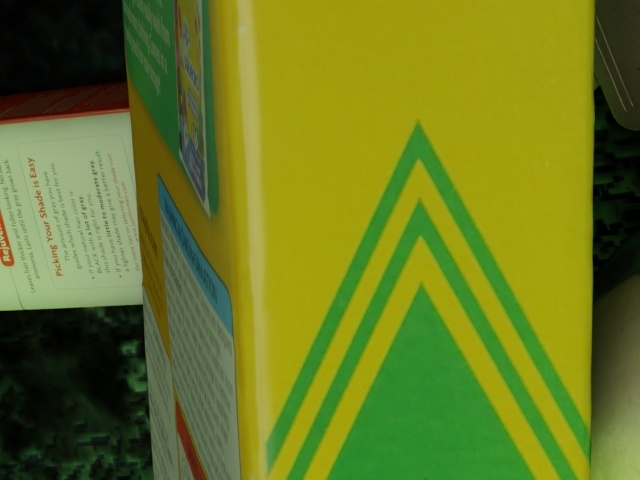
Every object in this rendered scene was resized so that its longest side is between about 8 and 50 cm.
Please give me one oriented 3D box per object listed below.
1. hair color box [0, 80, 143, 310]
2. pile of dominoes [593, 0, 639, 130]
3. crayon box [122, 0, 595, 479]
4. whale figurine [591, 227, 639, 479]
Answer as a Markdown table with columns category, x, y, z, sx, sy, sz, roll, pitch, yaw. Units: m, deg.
| category | x | y | z | sx | sy | sz | roll | pitch | yaw |
| --- | --- | --- | --- | --- | --- | --- | --- | --- | --- |
| hair color box | -0.094 | -0.015 | 0.590 | 0.141 | 0.043 | 0.072 | -3 | 111 | 24 |
| pile of dominoes | 0.150 | -0.114 | 0.454 | 0.251 | 0.040 | 0.196 | 12 | 119 | 28 |
| crayon box | 0.000 | 0.000 | 0.446 | 0.083 | 0.203 | 0.323 | -6 | 107 | -11 |
| whale figurine | 0.179 | 0.029 | 0.423 | 0.216 | 0.141 | 0.272 | 42 | 126 | -13 |
